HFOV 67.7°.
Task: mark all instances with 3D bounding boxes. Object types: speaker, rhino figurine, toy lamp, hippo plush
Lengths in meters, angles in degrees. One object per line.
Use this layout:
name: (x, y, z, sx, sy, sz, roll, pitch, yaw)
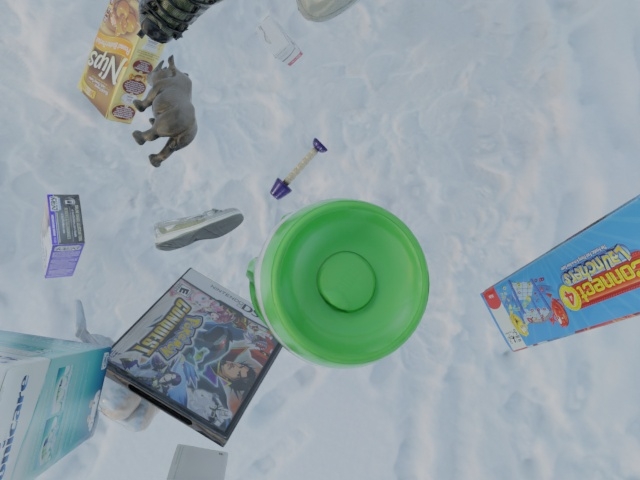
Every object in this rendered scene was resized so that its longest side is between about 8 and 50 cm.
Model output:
speaker: (-0.003, 0.042, 0.453, 0.131, 0.296, 0.131, 1, 83, -9)
rhino figurine: (-0.273, -0.247, 0.852, 0.106, 0.243, 0.073, -27, 144, 14)
toy lamp: (-0.088, -0.270, 1.842, 0.275, 0.080, 0.080, -45, 109, 6)
hippo plush: (-0.506, 0.340, 1.012, 0.236, 0.234, 0.294, -37, 128, -8)

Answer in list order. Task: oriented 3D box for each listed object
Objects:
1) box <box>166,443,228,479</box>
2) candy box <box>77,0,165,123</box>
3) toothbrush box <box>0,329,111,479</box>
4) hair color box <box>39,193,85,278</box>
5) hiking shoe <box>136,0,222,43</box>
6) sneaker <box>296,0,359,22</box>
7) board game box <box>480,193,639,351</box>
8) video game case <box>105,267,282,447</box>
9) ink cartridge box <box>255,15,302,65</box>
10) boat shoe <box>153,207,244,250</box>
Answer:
box: (-0.229, 0.446, 0.869, 0.101, 0.101, 0.087, 14, 106, -8)
candy box: (-0.547, -0.512, 1.328, 0.183, 0.087, 0.317, 44, 113, 25)
toothbrush box: (-0.372, 0.159, 0.481, 0.216, 0.295, 0.126, 10, 80, -6)
hair color box: (-0.915, -0.007, 1.682, 0.110, 0.338, 0.185, -3, 69, -37)
hiking shoe: (-0.177, -0.305, 0.615, 0.086, 0.226, 0.114, 26, 90, -35)
sneaker: (0.038, -0.338, 0.507, 0.099, 0.121, 0.262, 40, 136, -8)
board game box: (0.379, 0.004, 0.507, 0.308, 0.302, 0.086, -19, 73, -13)
video game case: (-0.211, 0.194, 0.874, 0.248, 0.275, 0.035, 30, 128, 3)
ink cartridge box: (-0.126, -0.616, 1.481, 0.063, 0.150, 0.109, -35, 90, 17)
boat shoe: (-0.426, -0.057, 1.658, 0.320, 0.118, 0.103, -19, 69, 4)
